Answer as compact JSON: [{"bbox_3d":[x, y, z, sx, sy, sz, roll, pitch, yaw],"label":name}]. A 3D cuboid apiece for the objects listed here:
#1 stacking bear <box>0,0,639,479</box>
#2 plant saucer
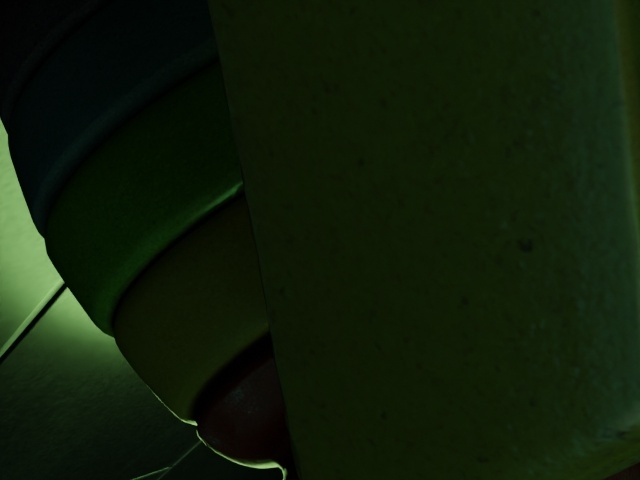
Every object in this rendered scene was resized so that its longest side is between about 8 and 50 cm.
[{"bbox_3d":[0.000,0.000,0.567,0.175,0.289,0.164,-29,165,3],"label":"stacking bear"},{"bbox_3d":[0.133,-0.110,0.427,0.333,0.333,0.081,-21,-153,-23],"label":"plant saucer"}]
